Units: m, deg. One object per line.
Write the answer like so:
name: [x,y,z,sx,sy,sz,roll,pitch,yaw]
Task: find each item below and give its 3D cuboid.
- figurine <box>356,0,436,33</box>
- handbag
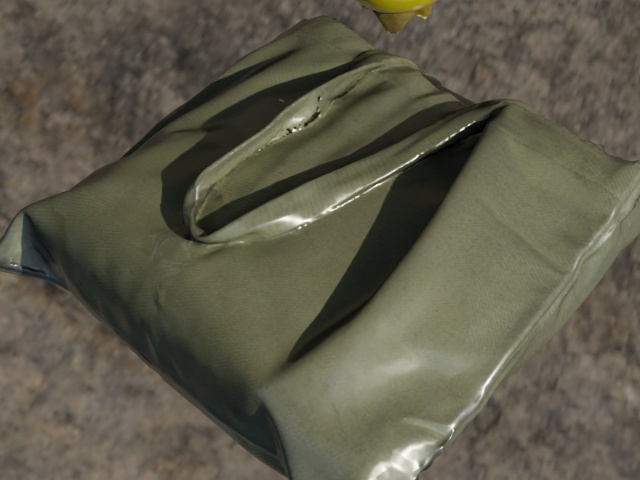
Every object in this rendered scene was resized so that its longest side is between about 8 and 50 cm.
figurine: [0.025,-0.252,1.213,0.185,0.127,0.234,31,168,9]
handbag: [0.000,-0.004,0.936,0.316,0.253,0.109,31,152,44]
